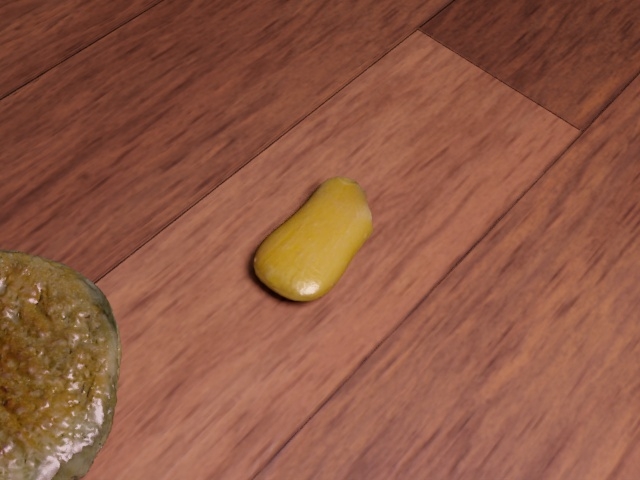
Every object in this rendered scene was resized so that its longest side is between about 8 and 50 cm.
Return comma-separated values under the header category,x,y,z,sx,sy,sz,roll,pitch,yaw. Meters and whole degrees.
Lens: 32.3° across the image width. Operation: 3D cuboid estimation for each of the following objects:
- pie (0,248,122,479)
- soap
category,x,y,z,sx,sy,sz,roll,pitch,yaw
pie,-0.300,0.122,0.957,0.277,0.078,0.277,5,56,-7
soap,0.000,0.000,1.143,0.089,0.033,0.168,35,52,14
